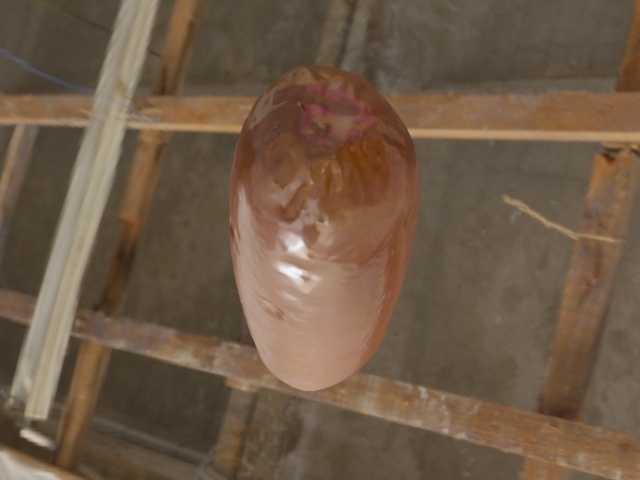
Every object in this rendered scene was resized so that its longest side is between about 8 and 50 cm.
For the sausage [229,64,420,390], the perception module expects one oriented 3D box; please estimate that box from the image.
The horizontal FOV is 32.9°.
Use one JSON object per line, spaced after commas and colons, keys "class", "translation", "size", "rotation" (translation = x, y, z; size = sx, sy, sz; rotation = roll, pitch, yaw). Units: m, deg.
{"class": "sausage", "translation": [0.000, 0.000, 0.626], "size": [0.114, 0.259, 0.113], "rotation": [1, -115, -2]}
